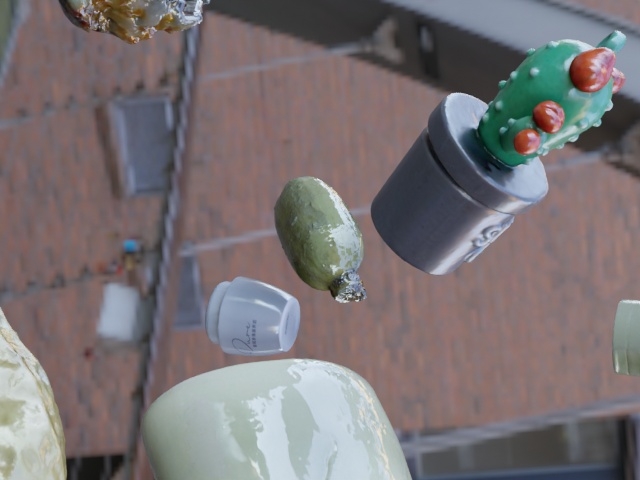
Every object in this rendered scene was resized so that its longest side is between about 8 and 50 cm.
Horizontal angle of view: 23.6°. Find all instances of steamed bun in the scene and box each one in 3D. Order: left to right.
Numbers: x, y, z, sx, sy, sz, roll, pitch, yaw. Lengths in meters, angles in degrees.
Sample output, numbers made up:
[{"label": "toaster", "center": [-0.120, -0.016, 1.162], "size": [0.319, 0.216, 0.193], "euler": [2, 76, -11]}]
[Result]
[{"label": "steamed bun", "center": [-0.018, 0.371, 2.238], "size": [0.456, 0.290, 0.371], "euler": [27, 33, -53]}]

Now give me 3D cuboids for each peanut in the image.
[{"label": "peanut", "center": [-0.311, 0.138, 1.330], "size": [0.305, 0.147, 0.147], "euler": [52, -7, 16]}]

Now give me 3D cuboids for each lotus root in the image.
[{"label": "lotus root", "center": [-0.001, 0.000, 1.712], "size": [0.183, 0.077, 0.090], "euler": [-116, -146, -43]}]

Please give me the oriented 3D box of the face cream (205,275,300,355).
[{"label": "face cream", "center": [-0.078, 0.090, 1.775], "size": [0.091, 0.095, 0.091], "euler": [9, 90, -71]}]

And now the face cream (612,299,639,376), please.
[{"label": "face cream", "center": [0.377, 0.094, 1.366], "size": [0.114, 0.224, 0.070], "euler": [73, 30, -43]}]

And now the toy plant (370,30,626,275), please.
[{"label": "toy plant", "center": [0.245, -0.133, 1.987], "size": [0.279, 0.400, 0.185], "euler": [-2, 53, -49]}]

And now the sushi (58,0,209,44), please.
[{"label": "sushi", "center": [-0.262, -0.463, 2.020], "size": [0.417, 0.175, 0.418], "euler": [-11, 90, -68]}]
